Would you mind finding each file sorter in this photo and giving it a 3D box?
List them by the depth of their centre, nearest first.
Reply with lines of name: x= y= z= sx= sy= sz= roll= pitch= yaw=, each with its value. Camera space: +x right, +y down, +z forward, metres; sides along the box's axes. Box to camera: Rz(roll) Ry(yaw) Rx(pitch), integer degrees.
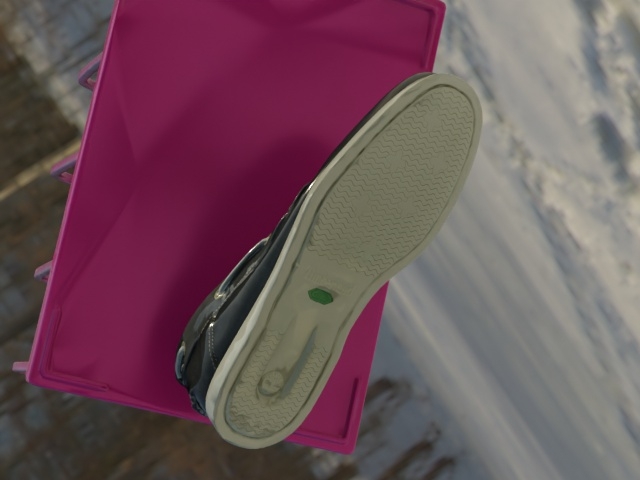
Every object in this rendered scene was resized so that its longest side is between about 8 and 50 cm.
file sorter: x=-0.071 y=-0.028 z=1.044 sx=0.202 sy=0.290 sz=0.182 roll=15 pitch=171 yaw=-17

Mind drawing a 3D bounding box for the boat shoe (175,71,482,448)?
boat shoe: x=0.000 y=0.000 z=0.885 sx=0.084 sy=0.233 sz=0.079 roll=33 pitch=-176 yaw=-33
